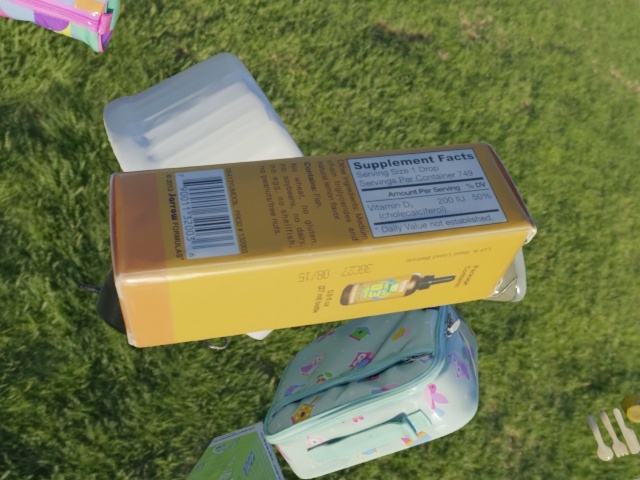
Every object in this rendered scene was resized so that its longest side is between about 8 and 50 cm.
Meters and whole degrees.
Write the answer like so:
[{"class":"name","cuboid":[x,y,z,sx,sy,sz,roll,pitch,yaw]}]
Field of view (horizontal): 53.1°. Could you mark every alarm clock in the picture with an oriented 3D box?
[{"class":"alarm clock","cuboid":[-0.197,0.084,0.815,0.192,0.064,0.129,30,17,13]}]

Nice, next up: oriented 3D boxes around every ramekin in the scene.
[{"class":"ramekin","cuboid":[-0.079,-0.052,0.649,0.277,0.135,0.277,57,1,-1]}]

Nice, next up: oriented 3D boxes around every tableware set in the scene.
[{"class":"tableware set","cuboid":[0.315,0.205,0.575,0.154,0.104,0.024,65,22,1]}]

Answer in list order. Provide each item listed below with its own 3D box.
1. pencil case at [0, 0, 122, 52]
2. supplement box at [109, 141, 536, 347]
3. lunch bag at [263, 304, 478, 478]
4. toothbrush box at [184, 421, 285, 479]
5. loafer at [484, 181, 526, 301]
[{"class":"pencil case","cuboid":[-0.353,-0.298,0.739,0.237,0.104,0.104,13,58,-16]},{"class":"supplement box","cuboid":[0.000,0.000,0.383,0.234,0.078,0.080,-4,55,-13]},{"class":"lunch bag","cuboid":[0.068,0.182,0.827,0.107,0.279,0.224,55,25,-12]},{"class":"toothbrush box","cuboid":[-0.152,0.505,1.224,0.283,0.122,0.206,-39,108,-82]},{"class":"loafer","cuboid":[0.286,-0.008,1.079,0.088,0.094,0.251,-14,99,-13]}]
